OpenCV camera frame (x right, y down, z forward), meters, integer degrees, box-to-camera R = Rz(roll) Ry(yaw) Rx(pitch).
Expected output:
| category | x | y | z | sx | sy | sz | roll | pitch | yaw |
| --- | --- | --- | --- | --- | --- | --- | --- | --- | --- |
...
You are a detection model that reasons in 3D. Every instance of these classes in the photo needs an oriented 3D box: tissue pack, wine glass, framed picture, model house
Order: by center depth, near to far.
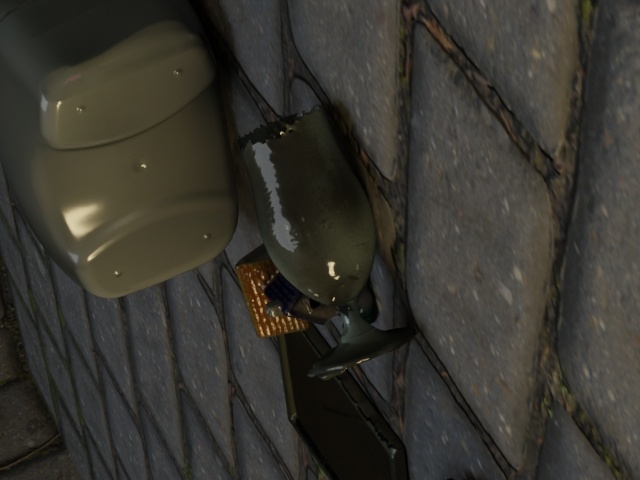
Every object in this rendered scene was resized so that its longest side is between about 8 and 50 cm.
| category | x | y | z | sx | sy | sz | roll | pitch | yaw |
| --- | --- | --- | --- | --- | --- | --- | --- | --- | --- |
| wine glass | 0.000 | 0.000 | 1.661 | 0.222 | 0.103 | 0.103 | 70 | 164 | -5 |
| model house | -0.015 | 0.051 | 1.777 | 0.101 | 0.100 | 0.087 | 39 | 146 | 59 |
| tissue pack | -0.224 | -0.130 | 1.992 | 0.236 | 0.229 | 0.333 | 50 | 156 | 43 |
| framed picture | 0.023 | 0.201 | 2.005 | 0.289 | 0.016 | 0.213 | 52 | 157 | 46 |

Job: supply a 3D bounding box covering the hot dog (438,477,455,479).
| category | x | y | z | sx | sy | sz | roll | pitch | yaw |
| --- | --- | --- | --- | --- | --- | --- | --- | --- | --- |
| hot dog | 0.100 | 0.295 | 1.659 | 0.153 | 0.150 | 0.257 | 60 | 166 | -9 |
